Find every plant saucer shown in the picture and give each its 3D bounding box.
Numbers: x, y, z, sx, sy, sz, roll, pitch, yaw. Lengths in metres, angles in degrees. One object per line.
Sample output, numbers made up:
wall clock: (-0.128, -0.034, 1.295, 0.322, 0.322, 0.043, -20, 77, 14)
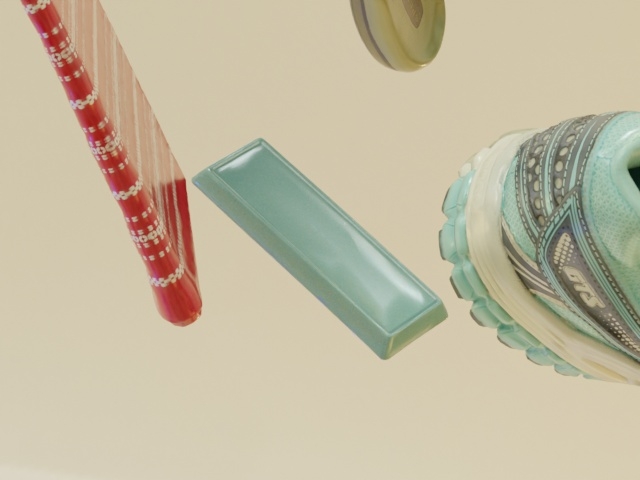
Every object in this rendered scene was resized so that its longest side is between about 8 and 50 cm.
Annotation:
plant saucer: (0.000, 0.000, 1.310, 0.067, 0.192, 0.018, -32, -26, -36)

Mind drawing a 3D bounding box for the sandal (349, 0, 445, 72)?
sandal: (0.057, -0.228, 1.390, 0.120, 0.086, 0.303, -68, -28, -19)

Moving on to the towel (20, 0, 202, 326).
towel: (-0.137, -0.098, 1.147, 0.031, 0.199, 0.275, -23, -64, 3)

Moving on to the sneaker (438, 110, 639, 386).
sneaker: (0.188, 0.035, 0.712, 0.283, 0.122, 0.110, 21, -109, -17)
